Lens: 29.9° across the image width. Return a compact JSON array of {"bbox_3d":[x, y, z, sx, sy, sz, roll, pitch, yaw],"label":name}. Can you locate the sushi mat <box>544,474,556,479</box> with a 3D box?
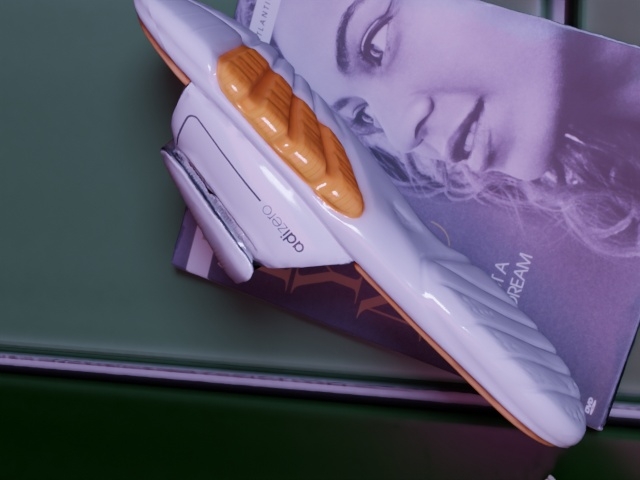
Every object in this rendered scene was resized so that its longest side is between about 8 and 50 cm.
[{"bbox_3d":[0.176,0.234,0.457,0.316,0.151,0.019,48,113,9],"label":"sushi mat"}]

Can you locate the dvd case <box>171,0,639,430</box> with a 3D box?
[{"bbox_3d":[0.048,-0.029,0.545,0.221,0.018,0.164,20,103,17],"label":"dvd case"}]

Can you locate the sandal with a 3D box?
[{"bbox_3d":[-0.003,0.002,0.502,0.076,0.102,0.265,-44,83,16],"label":"sandal"}]
